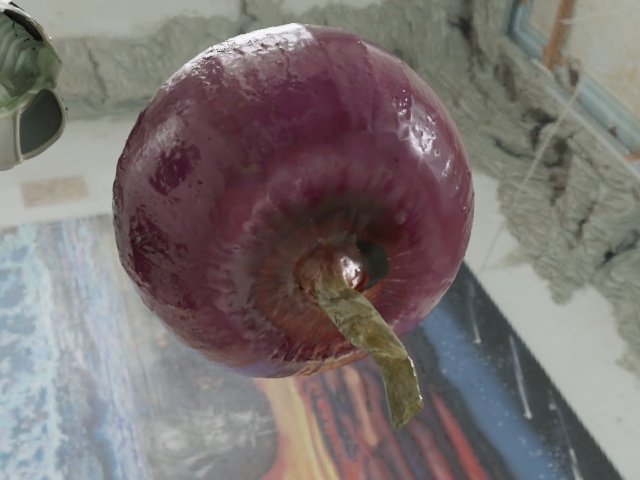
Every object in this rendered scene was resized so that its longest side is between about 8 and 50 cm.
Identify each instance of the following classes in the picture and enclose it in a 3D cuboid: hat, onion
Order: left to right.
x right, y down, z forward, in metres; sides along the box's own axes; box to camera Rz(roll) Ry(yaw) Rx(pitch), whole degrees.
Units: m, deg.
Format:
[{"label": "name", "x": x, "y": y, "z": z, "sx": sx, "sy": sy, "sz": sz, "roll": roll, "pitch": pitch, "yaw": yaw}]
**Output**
[{"label": "hat", "x": -0.517, "y": -0.236, "z": 1.420, "sx": 0.161, "sy": 0.232, "sz": 0.275, "roll": -13, "pitch": -116, "yaw": 37}, {"label": "onion", "x": -0.012, "y": -0.029, "z": 0.883, "sx": 0.345, "sy": 0.358, "sz": 0.359, "roll": 9, "pitch": -72, "yaw": 64}]
